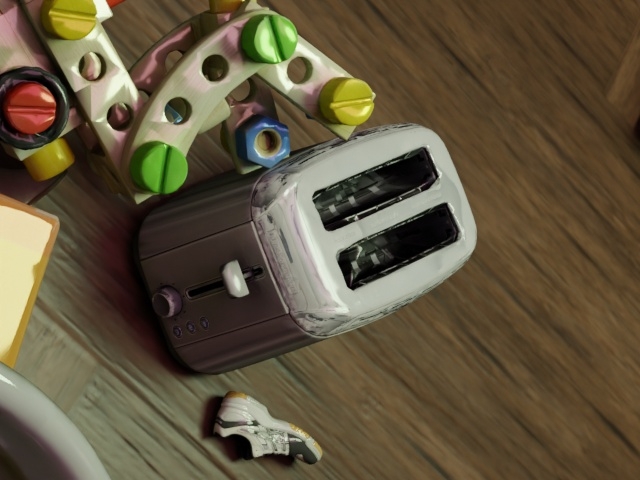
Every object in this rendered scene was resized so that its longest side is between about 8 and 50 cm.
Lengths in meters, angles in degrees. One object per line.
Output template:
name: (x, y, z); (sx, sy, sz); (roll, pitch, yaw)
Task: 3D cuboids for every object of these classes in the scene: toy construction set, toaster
toy construction set: (-0.131, -0.160, 1.148); (0.215, 0.151, 0.327); (-33, 95, -14)
toaster: (0.000, 0.000, 1.294); (0.227, 0.146, 0.129); (-22, 94, -41)

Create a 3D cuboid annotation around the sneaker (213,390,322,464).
sneaker: (-0.038, 0.134, 1.308); (0.083, 0.032, 0.037); (33, 73, -23)

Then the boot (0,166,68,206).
boot: (-0.220, -0.044, 1.195); (0.118, 0.042, 0.087); (-44, 104, -38)

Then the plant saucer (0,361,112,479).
plant saucer: (-0.291, 0.203, 0.966); (0.400, 0.100, 0.400); (-12, 117, -24)

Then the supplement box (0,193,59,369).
supplement box: (-0.227, 0.084, 1.108); (0.078, 0.080, 0.233); (25, 71, -32)
